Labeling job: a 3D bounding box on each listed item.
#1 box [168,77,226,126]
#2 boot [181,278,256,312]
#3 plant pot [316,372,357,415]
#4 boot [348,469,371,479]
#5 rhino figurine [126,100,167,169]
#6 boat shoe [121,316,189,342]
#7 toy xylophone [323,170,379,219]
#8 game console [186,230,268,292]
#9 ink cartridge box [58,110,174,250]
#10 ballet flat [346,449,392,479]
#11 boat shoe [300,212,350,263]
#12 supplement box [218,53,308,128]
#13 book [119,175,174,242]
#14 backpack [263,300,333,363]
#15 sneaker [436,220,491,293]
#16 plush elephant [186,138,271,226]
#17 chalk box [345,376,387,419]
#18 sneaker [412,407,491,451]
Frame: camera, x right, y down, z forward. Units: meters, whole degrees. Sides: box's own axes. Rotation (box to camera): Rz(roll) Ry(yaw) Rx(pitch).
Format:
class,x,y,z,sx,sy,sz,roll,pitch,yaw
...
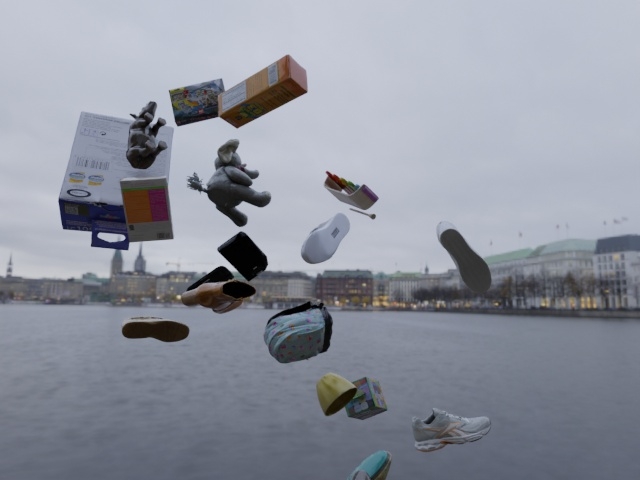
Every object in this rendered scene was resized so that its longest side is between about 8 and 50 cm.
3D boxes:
class,x,y,z,sx,sy,sz,roll,pitch,yaw
box,-0.508,-0.583,2.028,0.233,0.159,0.044,-14,-17,-4
boot,-0.290,0.184,1.604,0.211,0.104,0.295,-12,-11,31
plant pot,0.040,0.493,1.577,0.095,0.134,0.134,46,19,31
boot,0.107,0.722,1.339,0.083,0.161,0.246,24,35,11
rhino figurine,-0.459,-0.284,1.255,0.106,0.243,0.073,-34,-41,26
boat shoe,-0.426,0.222,1.242,0.170,0.063,0.059,14,8,-32
toy xylophone,0.145,-0.210,2.233,0.323,0.081,0.236,31,-7,47
game console,-0.408,0.129,2.024,0.361,0.044,0.213,-35,-53,3
ink cartridge box,-0.580,-0.164,1.384,0.270,0.395,0.151,6,-36,-19
ballet flat,0.107,0.813,1.523,0.348,0.123,0.123,-38,-4,-8
boat shoe,0.000,0.000,1.700,0.102,0.108,0.301,-27,15,38
supplement box,-0.147,-0.365,1.197,0.233,0.080,0.078,-17,-24,31
book,-0.380,-0.068,1.062,0.096,0.144,0.035,-4,22,-11
backpack,-0.061,0.257,1.309,0.182,0.152,0.115,-5,24,-25
sneaker,0.538,0.051,1.815,0.108,0.292,0.169,-31,13,13
plush elephant,-0.366,-0.257,2.001,0.330,0.255,0.272,27,-36,-15
chalk box,0.174,0.662,2.020,0.132,0.132,0.213,-26,-32,14
sneaker,0.428,0.608,1.591,0.262,0.121,0.099,-15,-11,-1
